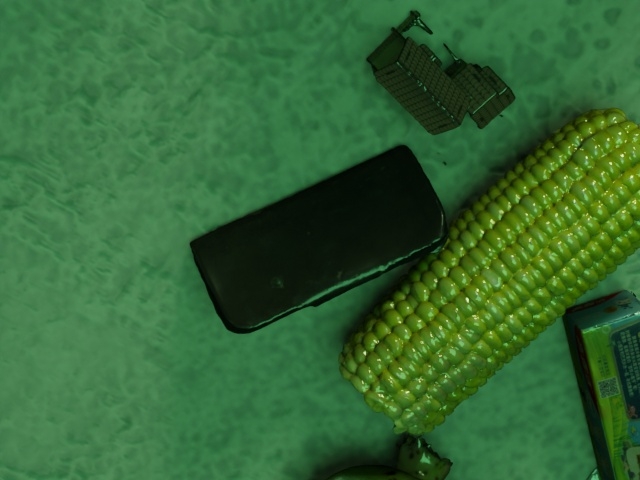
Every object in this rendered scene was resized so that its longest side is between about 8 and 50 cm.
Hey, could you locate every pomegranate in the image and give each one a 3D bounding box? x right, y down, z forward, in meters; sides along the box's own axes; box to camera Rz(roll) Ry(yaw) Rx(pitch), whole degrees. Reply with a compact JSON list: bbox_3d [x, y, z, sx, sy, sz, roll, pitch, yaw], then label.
[{"bbox_3d":[0.047,0.198,1.207,0.130,0.130,0.130,-3,108,-10],"label":"pomegranate"}]

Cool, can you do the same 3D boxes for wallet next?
[{"bbox_3d":[0.000,0.000,1.162,0.156,0.082,0.018,-26,150,-3],"label":"wallet"}]

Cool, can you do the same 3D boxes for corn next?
[{"bbox_3d":[0.118,0.017,1.177,0.244,0.093,0.093,-42,110,5],"label":"corn"}]

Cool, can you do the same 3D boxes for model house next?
[{"bbox_3d":[0.076,-0.096,1.150,0.057,0.058,0.083,-43,110,4],"label":"model house"}]

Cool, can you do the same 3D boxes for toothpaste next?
[{"bbox_3d":[0.202,0.135,1.256,0.070,0.044,0.193,-18,110,-6],"label":"toothpaste"}]
